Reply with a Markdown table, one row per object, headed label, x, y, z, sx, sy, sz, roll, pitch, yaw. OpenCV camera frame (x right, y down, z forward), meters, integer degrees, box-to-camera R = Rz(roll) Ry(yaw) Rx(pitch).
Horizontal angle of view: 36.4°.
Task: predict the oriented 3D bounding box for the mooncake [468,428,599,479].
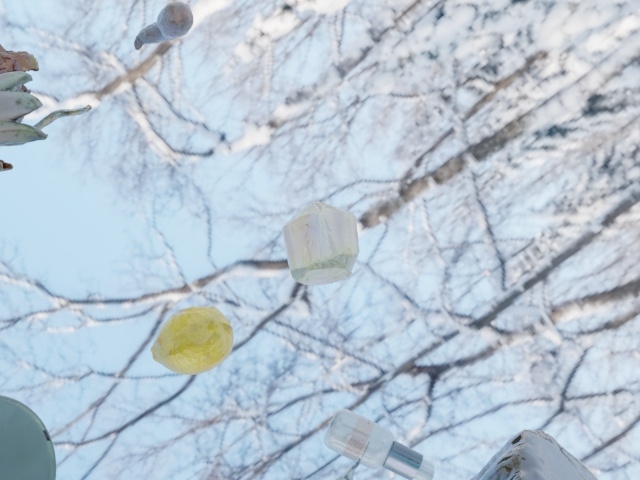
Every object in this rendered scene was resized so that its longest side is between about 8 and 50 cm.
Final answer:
| label | x | y | z | sx | sy | sz | roll | pitch | yaw |
| --- | --- | --- | --- | --- | --- | --- | --- | --- | --- |
| mooncake | 0.258 | 0.375 | 1.030 | 0.324 | 0.187 | 0.324 | 42 | -167 | -12 |

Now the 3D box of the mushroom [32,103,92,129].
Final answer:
| label | x | y | z | sx | sy | sz | roll | pitch | yaw |
| --- | --- | --- | --- | --- | --- | --- | --- | --- | --- |
| mushroom | -0.419 | -0.173 | 1.449 | 0.026 | 0.286 | 0.028 | -49 | -58 | -34 |

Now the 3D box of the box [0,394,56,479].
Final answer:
| label | x | y | z | sx | sy | sz | roll | pitch | yaw |
| --- | --- | --- | --- | --- | --- | --- | --- | --- | --- |
| box | -0.503 | 0.324 | 1.344 | 0.226 | 0.149 | 0.226 | 8 | -101 | -48 |

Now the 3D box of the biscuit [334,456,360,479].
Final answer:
| label | x | y | z | sx | sy | sz | roll | pitch | yaw |
| --- | --- | --- | --- | --- | --- | --- | --- | --- | --- |
| biscuit | -0.025 | 0.457 | 1.340 | 0.186 | 0.309 | 0.079 | 50 | 169 | 40 |

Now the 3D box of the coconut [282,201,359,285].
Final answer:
| label | x | y | z | sx | sy | sz | roll | pitch | yaw |
| --- | --- | --- | --- | --- | --- | --- | --- | --- | --- |
| coconut | 0.000 | 0.000 | 1.494 | 0.116 | 0.116 | 0.122 | 15 | -118 | -49 |

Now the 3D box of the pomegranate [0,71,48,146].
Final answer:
| label | x | y | z | sx | sy | sz | roll | pitch | yaw |
| --- | --- | --- | --- | --- | --- | --- | --- | --- | --- |
| pomegranate | -0.343 | -0.096 | 0.806 | 0.225 | 0.187 | 0.187 | -12 | -116 | -36 |

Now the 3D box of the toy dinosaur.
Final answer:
| label | x | y | z | sx | sy | sz | roll | pitch | yaw |
| --- | --- | --- | --- | --- | --- | --- | --- | --- | --- |
| toy dinosaur | -0.525 | -0.189 | 1.404 | 0.097 | 0.432 | 0.208 | -6 | -80 | -44 |

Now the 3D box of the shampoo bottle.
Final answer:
| label | x | y | z | sx | sy | sz | roll | pitch | yaw |
| --- | --- | --- | --- | --- | --- | --- | --- | --- | --- |
| shampoo bottle | 0.101 | 0.349 | 1.626 | 0.192 | 0.074 | 0.074 | 24 | -153 | 5 |

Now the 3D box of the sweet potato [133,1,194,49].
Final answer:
| label | x | y | z | sx | sy | sz | roll | pitch | yaw |
| --- | --- | --- | --- | --- | --- | --- | --- | --- | --- |
| sweet potato | -0.231 | -0.316 | 1.444 | 0.050 | 0.050 | 0.214 | 40 | 165 | -20 |

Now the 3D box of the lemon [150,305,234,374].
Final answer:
| label | x | y | z | sx | sy | sz | roll | pitch | yaw |
| --- | --- | --- | --- | --- | --- | --- | --- | --- | --- |
| lemon | -0.215 | 0.169 | 1.631 | 0.114 | 0.155 | 0.114 | 58 | -161 | -33 |
